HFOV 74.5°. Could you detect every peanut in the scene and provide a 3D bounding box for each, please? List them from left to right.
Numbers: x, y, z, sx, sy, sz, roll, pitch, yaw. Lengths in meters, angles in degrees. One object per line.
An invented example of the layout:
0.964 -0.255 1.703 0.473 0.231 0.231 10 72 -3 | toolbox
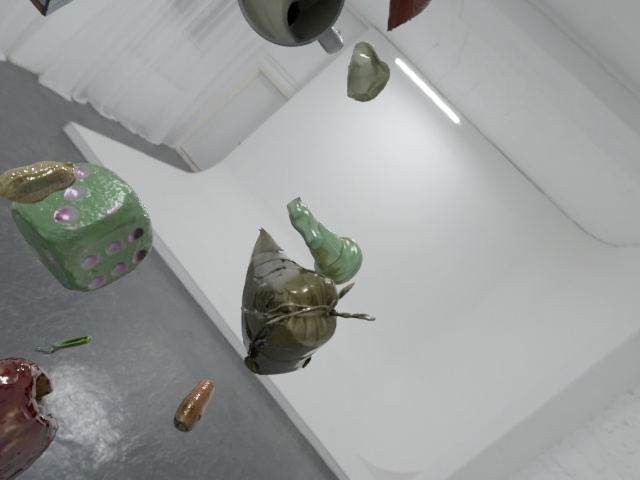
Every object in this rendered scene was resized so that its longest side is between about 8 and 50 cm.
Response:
-0.699 -0.146 1.052 0.194 0.083 0.093 -36 127 -54 | peanut

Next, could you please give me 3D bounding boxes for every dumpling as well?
0.154 -0.533 1.336 0.134 0.169 0.100 15 7 15 | dumpling

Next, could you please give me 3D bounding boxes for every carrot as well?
-0.419 0.544 1.405 0.087 0.087 0.193 48 25 -12 | carrot

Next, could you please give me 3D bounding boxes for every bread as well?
0.233 -0.635 1.069 0.192 0.119 0.067 83 13 -49 | bread

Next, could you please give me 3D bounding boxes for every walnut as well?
-0.586 0.337 0.710 0.221 0.269 0.244 58 -30 13 | walnut

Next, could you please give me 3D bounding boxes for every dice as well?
-0.791 -0.043 1.431 0.330 0.322 0.318 38 -38 18 | dice

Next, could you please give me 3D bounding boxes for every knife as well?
-0.557 0.227 0.911 0.026 0.184 0.022 45 37 -46 | knife

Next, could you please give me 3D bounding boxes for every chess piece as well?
0.000 0.000 1.319 0.298 0.176 0.176 48 4 -39 | chess piece

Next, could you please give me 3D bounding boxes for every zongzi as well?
-0.102 0.071 1.070 0.500 0.218 0.467 122 -44 -58 | zongzi

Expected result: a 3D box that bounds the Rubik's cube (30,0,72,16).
-0.525 -0.569 0.813 0.162 0.160 0.163 12 -36 51 | Rubik's cube

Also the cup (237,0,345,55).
-0.059 -0.609 1.003 0.323 0.237 0.327 41 25 -40 | cup
